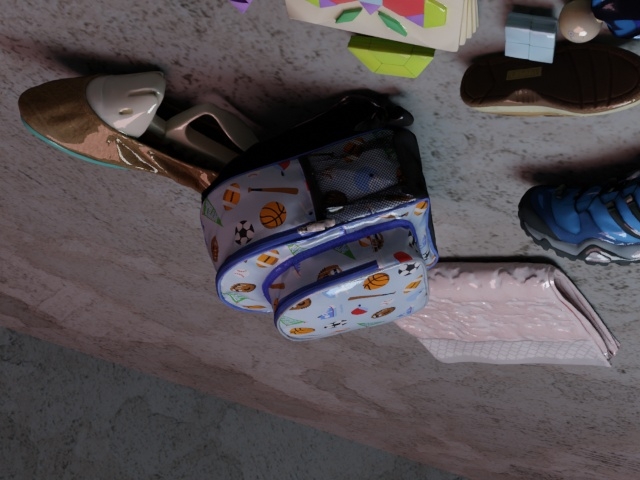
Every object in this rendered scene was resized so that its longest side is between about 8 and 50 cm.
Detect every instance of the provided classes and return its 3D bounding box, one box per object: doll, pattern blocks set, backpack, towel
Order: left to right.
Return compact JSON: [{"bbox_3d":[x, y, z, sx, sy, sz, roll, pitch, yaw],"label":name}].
[{"bbox_3d":[0.000,0.000,1.165,0.263,0.213,0.276,-11,153,5],"label":"backpack"},{"bbox_3d":[0.046,-0.230,0.893,0.325,0.026,0.285,7,156,24],"label":"pattern blocks set"},{"bbox_3d":[0.251,0.116,1.544,0.332,0.053,0.317,-2,151,35],"label":"towel"},{"bbox_3d":[0.273,-0.195,0.813,0.129,0.046,0.189,24,164,-38],"label":"doll"}]

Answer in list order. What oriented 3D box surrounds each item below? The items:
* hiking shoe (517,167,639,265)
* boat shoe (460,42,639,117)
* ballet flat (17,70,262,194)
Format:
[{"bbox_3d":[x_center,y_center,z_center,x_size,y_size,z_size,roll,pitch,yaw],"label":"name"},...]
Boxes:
[{"bbox_3d":[0.355,-0.044,1.077,0.304,0.113,0.132,9,127,32],"label":"hiking shoe"},{"bbox_3d":[0.229,-0.144,0.955,0.190,0.068,0.072,9,171,41],"label":"boat shoe"},{"bbox_3d":[-0.177,-0.129,1.203,0.342,0.116,0.124,25,136,-21],"label":"ballet flat"}]
